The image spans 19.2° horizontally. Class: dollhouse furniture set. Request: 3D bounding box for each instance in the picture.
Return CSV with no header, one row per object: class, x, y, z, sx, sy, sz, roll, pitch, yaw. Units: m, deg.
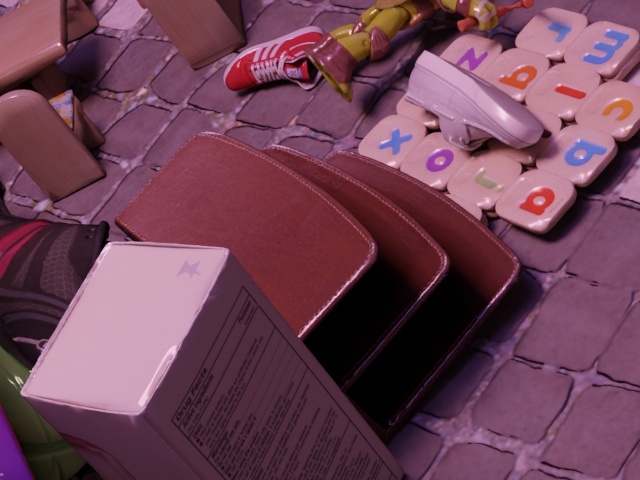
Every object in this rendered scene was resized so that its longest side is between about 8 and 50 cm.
dollhouse furniture set,-0.319,-0.259,2.079,0.394,0.256,0.362,-25,39,13

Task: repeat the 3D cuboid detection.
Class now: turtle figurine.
turtle figurine,0.090,-0.230,1.863,0.217,0.087,0.269,-39,29,0

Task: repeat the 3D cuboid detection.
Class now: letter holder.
letter holder,0.000,0.000,1.644,0.214,0.152,0.302,-48,40,-6

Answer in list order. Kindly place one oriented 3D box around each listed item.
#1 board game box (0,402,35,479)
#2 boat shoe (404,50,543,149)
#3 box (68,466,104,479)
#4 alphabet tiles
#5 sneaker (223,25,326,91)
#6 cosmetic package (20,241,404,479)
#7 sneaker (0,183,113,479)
board game box,-0.472,0.104,1.491,0.356,0.356,0.356,-24,2,-16
boat shoe,0.133,-0.116,1.724,0.184,0.066,0.063,39,107,46
box,-0.226,0.247,1.676,0.137,0.027,0.094,-10,47,29
alphabet tiles,0.168,-0.102,1.744,0.284,0.021,0.278,-47,37,-14
sneaker,-0.045,-0.176,1.962,0.118,0.042,0.067,-26,36,9
cosmetic package,-0.074,0.149,1.447,0.129,0.296,0.153,4,53,38
sneaker,-0.268,0.062,1.817,0.202,0.185,0.483,-22,38,-14
